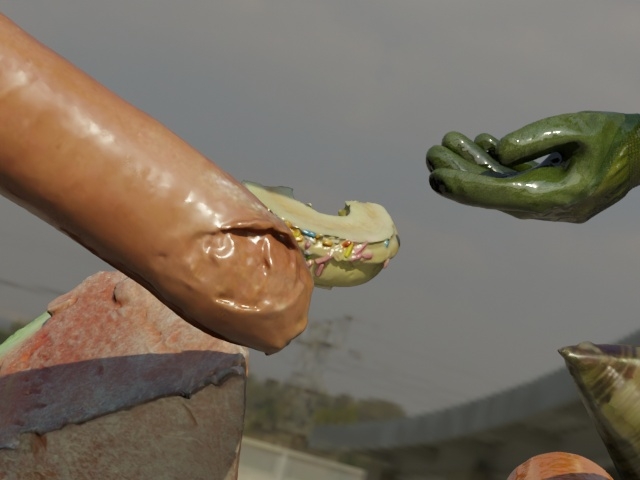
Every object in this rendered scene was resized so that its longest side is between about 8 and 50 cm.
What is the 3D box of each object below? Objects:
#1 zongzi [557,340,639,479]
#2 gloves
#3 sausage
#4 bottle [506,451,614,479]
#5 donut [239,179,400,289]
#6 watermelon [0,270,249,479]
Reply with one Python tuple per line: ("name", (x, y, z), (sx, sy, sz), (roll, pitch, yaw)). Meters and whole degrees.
("zongzi", (0.180, 0.131, 0.702), (0.300, 0.138, 0.286), (28, -20, -14))
("gloves", (0.227, -0.070, 1.329), (0.268, 0.107, 0.135), (-7, -28, -8))
("sausage", (-0.172, -0.073, 0.829), (0.419, 0.094, 0.094), (36, -57, -13))
("bottle", (0.108, 0.146, 0.653), (0.069, 0.069, 0.187), (14, 6, 7))
("donut", (-0.002, 0.002, 1.352), (0.166, 0.065, 0.108), (12, 26, -21))
("watermelon", (-0.113, 0.165, 1.118), (0.292, 0.283, 0.250), (4, -36, 42))
